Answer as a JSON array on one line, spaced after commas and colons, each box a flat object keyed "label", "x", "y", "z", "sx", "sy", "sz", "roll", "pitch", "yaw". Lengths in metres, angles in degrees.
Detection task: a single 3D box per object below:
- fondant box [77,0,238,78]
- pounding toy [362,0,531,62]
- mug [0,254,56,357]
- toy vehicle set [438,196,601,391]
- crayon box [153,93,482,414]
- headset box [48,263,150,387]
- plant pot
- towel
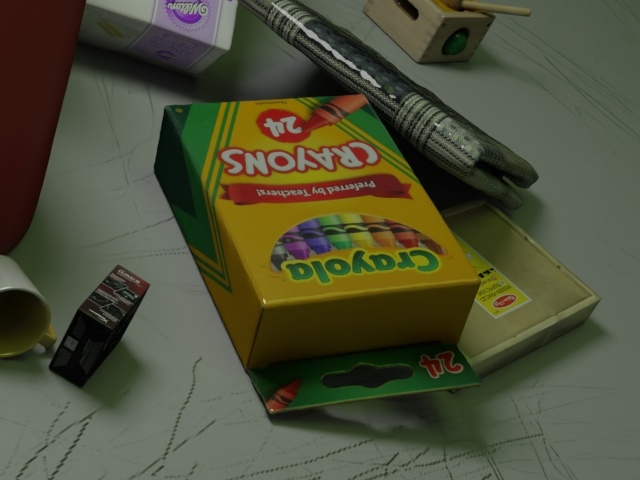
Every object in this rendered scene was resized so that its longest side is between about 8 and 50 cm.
[{"label": "fondant box", "x": -0.189, "y": -0.358, "z": 1.547, "sx": 0.238, "sy": 0.096, "sz": 0.330, "roll": 16, "pitch": 71, "yaw": -24}, {"label": "pounding toy", "x": 0.158, "y": -0.285, "z": 1.908, "sx": 0.130, "sy": 0.100, "sz": 0.141, "roll": -10, "pitch": 49, "yaw": -48}, {"label": "mug", "x": -0.235, "y": 0.048, "z": 1.126, "sx": 0.062, "sy": 0.078, "sz": 0.064, "roll": -21, "pitch": 40, "yaw": -14}, {"label": "toy vehicle set", "x": 0.143, "y": 0.044, "z": 1.471, "sx": 0.166, "sy": 0.035, "sz": 0.267, "roll": 43, "pitch": 32, "yaw": 20}, {"label": "crayon box", "x": 0.000, "y": 0.000, "z": 1.321, "sx": 0.202, "sy": 0.081, "sz": 0.318, "roll": -6, "pitch": 44, "yaw": -25}, {"label": "headset box", "x": -0.164, "y": 0.061, "z": 1.150, "sx": 0.032, "sy": 0.062, "sz": 0.083, "roll": 32, "pitch": 30, "yaw": 2}, {"label": "plant pot", "x": -0.304, "y": -0.153, "z": 1.165, "sx": 0.275, "sy": 0.243, "sz": 0.275, "roll": 23, "pitch": 31, "yaw": -15}, {"label": "towel", "x": 0.076, "y": -0.147, "z": 1.603, "sx": 0.312, "sy": 0.056, "sz": 0.324, "roll": 38, "pitch": 10, "yaw": 17}]
